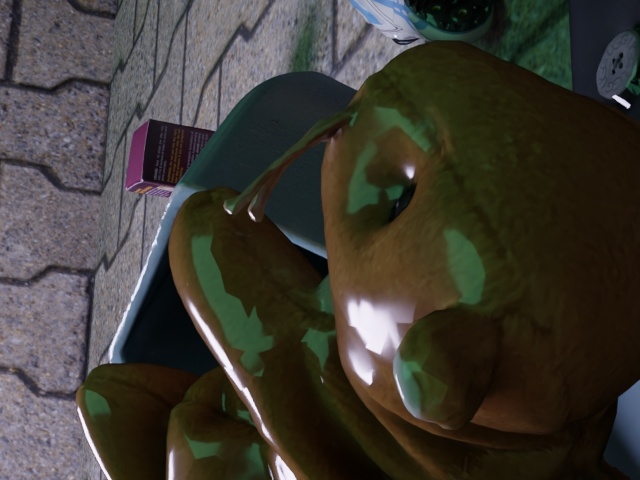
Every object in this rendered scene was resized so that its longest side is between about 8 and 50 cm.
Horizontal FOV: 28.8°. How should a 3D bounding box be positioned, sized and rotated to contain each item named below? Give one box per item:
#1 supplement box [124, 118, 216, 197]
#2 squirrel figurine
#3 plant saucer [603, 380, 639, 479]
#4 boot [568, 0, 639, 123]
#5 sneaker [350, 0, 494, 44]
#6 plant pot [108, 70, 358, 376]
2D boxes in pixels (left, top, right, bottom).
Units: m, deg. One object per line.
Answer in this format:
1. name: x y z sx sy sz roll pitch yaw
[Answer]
1. supplement box: -0.141 -0.091 1.572 0.104 0.188 0.080 168 110 -70
2. squirrel figurine: 0.083 0.106 0.593 0.397 0.281 0.370 66 154 18
3. plant saucer: 0.159 0.173 0.828 0.317 0.044 0.317 -172 90 -70
4. boot: 0.183 -0.177 0.793 0.367 0.146 0.445 129 140 -58
5. sneaker: 0.095 -0.214 1.147 0.237 0.085 0.086 -132 23 -60
6. plant pot: 0.000 0.000 1.074 0.248 0.247 0.252 119 175 -46
